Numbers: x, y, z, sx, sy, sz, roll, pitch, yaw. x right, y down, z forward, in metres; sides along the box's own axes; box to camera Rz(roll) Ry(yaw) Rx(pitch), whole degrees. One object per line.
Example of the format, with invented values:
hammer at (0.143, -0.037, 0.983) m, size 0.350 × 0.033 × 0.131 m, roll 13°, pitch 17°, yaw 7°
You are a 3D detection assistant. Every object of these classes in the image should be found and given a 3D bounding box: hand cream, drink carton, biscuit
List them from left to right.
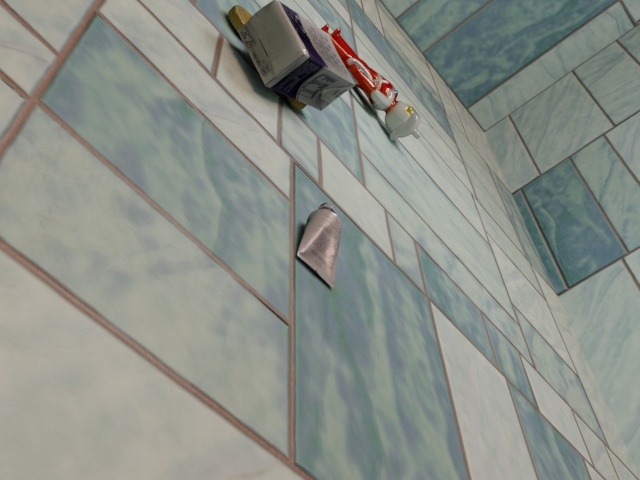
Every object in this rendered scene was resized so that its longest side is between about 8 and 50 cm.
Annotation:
biscuit at (-0.102, -0.370, 1.571) m, size 0.234 × 0.030 × 0.153 m, roll 48°, pitch 21°, yaw -17°
drink carton at (-0.039, -0.348, 1.500) m, size 0.222 × 0.102 × 0.134 m, roll 8°, pitch 50°, yaw -61°
hand cream at (0.000, 0.000, 1.205) m, size 0.084 × 0.053 × 0.142 m, roll 43°, pitch 38°, yaw -28°

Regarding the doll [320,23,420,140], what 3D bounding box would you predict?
doll at (0.137, -0.419, 2.114) m, size 0.384 × 0.099 × 0.188 m, roll 51°, pitch 20°, yaw -1°
